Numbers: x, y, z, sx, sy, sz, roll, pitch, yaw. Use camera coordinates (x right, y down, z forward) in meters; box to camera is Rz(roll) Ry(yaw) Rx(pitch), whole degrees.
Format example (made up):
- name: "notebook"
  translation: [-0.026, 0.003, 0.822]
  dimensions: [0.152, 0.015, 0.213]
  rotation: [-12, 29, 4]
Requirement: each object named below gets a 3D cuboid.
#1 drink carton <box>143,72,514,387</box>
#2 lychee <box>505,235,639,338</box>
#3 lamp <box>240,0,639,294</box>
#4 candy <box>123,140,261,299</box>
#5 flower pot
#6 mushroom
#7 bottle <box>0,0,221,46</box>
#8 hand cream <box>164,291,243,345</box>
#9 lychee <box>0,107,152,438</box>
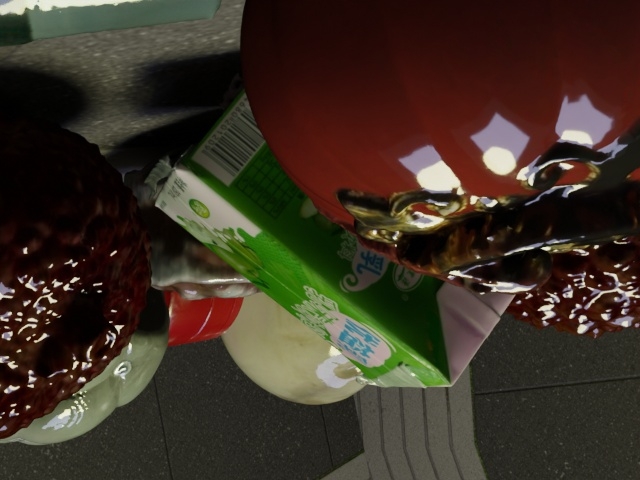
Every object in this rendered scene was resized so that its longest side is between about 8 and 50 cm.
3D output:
- name: "drink carton"
  translation: [0.000, 0.000, 0.739]
  dimensions: [0.108, 0.271, 0.161]
  rotation: [-52, -173, -16]
- name: "lychee"
  translation: [0.237, -0.052, 0.783]
  dimensions: [0.300, 0.264, 0.264]
  rotation: [-30, 170, 13]
- name: "lamp"
  translation: [0.078, -0.081, 0.414]
  dimensions: [0.227, 0.226, 0.227]
  rotation: [-11, 174, -1]
- name: "candy"
  translation: [-0.081, -0.024, 0.943]
  dimensions: [0.214, 0.157, 0.289]
  rotation: [6, -174, 18]
- name: "flower pot"
  translation: [-0.277, 0.080, 0.915]
  dimensions: [0.195, 0.246, 0.246]
  rotation: [-36, 168, 14]
- name: "mushroom"
  translation: [-0.015, 0.058, 1.393]
  dimensions: [0.315, 0.356, 0.315]
  rotation: [22, 171, 4]
- name: "bottle"
  translation: [-0.179, -0.103, 0.329]
  dimensions: [0.286, 0.082, 0.082]
  rotation: [-10, 174, -13]
- name: "hand cream"
  translation: [-0.200, 0.042, 1.195]
  dimensions: [0.193, 0.193, 0.125]
  rotation: [-16, 174, 42]
- name: "lychee"
  translation: [-0.253, 0.022, 0.676]
  dimensions: [0.261, 0.260, 0.260]
  rotation: [-11, 174, -1]
